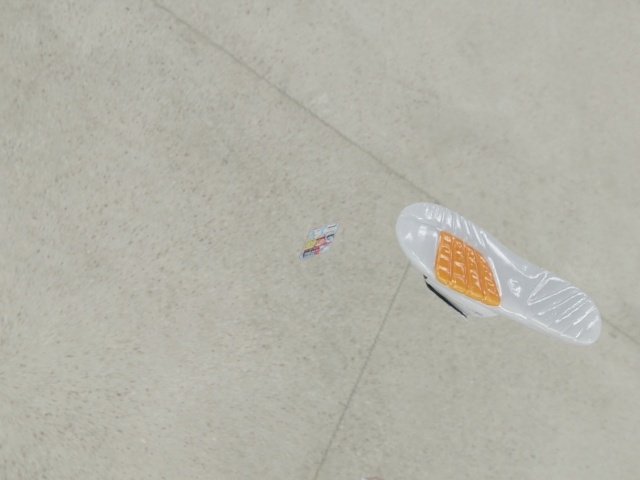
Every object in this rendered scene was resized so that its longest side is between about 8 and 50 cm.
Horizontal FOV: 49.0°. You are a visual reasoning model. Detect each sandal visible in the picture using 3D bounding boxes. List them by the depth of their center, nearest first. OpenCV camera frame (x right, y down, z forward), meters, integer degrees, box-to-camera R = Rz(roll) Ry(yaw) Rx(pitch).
[{"bbox_3d":[0.194,0.057,0.818,0.265,0.076,0.102,31,53,1],"label":"sandal"}]

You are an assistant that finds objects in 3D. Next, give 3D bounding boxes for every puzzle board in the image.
[{"bbox_3d":[0.000,0.000,1.831,0.011,0.096,0.128,36,31,25],"label":"puzzle board"}]

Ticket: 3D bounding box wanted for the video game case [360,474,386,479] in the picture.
[{"bbox_3d":[0.246,0.670,1.775,0.285,0.204,0.025,21,80,19],"label":"video game case"}]
